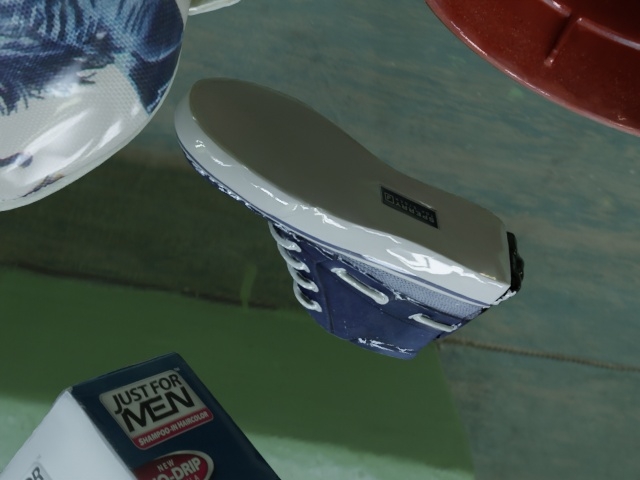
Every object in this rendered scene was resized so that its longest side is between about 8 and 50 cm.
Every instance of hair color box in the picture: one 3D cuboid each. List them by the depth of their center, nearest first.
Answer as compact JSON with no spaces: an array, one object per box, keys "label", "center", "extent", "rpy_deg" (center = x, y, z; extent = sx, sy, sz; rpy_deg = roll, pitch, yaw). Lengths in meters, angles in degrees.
[{"label":"hair color box","center":[-0.049,0.251,0.630],"extent":[0.347,0.105,0.174],"rpy_deg":[49,117,15]}]

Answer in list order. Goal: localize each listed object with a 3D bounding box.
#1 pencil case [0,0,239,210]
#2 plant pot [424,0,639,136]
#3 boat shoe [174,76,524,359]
[{"label":"pencil case","center":[-0.187,-0.163,0.341],"extent":[0.183,0.160,0.410],"rpy_deg":[-34,149,5]},{"label":"plant pot","center":[0.248,-0.247,0.807],"extent":[0.272,0.272,0.265],"rpy_deg":[31,84,-16]},{"label":"boat shoe","center":[0.000,0.000,0.965],"extent":[0.340,0.127,0.158],"rpy_deg":[28,130,-22]}]
